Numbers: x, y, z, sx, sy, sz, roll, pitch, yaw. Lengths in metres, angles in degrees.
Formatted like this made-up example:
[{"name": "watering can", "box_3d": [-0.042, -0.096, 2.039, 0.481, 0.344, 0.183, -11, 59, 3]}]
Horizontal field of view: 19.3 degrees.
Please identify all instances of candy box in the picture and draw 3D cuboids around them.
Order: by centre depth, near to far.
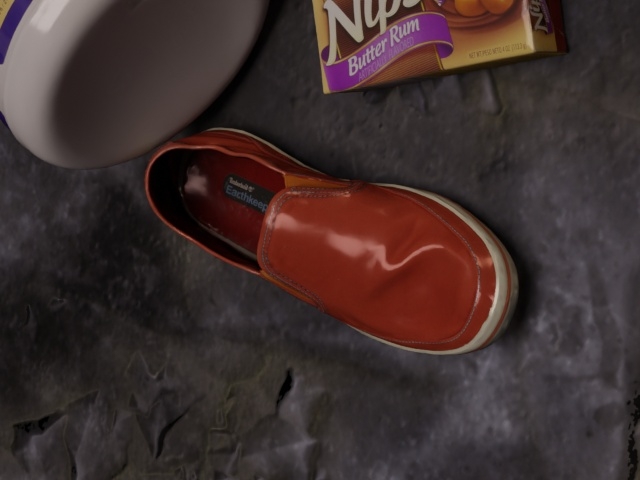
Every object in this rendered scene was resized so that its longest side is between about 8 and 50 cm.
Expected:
[{"name": "candy box", "box_3d": [0.081, -0.173, 1.363, 0.186, 0.053, 0.109, -7, 90, 37]}]

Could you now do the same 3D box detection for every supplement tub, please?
[{"name": "supplement tub", "box_3d": [-0.224, -0.241, 1.472, 0.331, 0.241, 0.241, 45, 119, 25]}]

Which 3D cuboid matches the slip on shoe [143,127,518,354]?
[{"name": "slip on shoe", "box_3d": [0.000, 0.000, 1.413, 0.331, 0.101, 0.123, 25, 108, 32]}]
